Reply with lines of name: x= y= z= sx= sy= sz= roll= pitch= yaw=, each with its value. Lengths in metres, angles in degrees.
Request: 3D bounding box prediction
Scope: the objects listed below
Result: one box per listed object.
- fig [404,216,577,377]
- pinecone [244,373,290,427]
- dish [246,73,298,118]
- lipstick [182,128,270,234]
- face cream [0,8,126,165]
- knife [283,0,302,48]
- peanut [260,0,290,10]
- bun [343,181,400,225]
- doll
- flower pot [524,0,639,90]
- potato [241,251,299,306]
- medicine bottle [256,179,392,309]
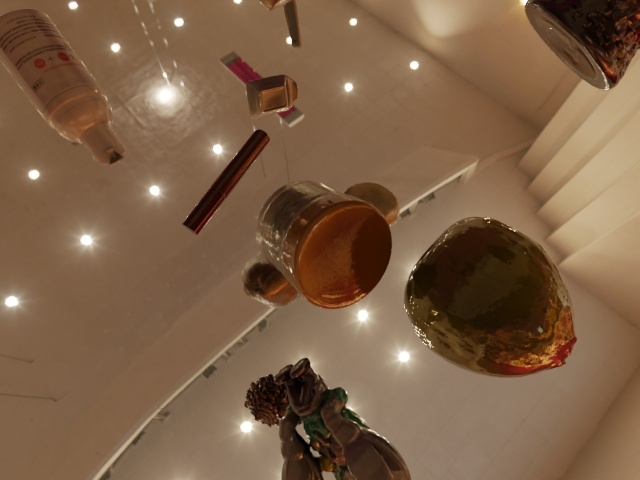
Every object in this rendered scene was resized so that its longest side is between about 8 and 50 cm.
fig: x=0.359 y=0.127 z=0.894 sx=0.342 sy=0.343 sz=0.344 roll=0 pitch=-114 yaw=0
pinecone: x=-0.150 y=0.496 z=1.321 sx=0.173 sy=0.174 sz=0.174 roll=0 pitch=-114 yaw=0
dish: x=-0.188 y=-0.602 z=1.755 sx=0.234 sy=0.154 sz=0.064 roll=-25 pitch=-143 yaw=-27
lipstick: x=-0.262 y=-0.172 z=1.193 sx=0.057 sy=0.057 sz=0.357 roll=30 pitch=-105 yaw=12
face cream: x=-0.569 y=-0.317 z=0.955 sx=0.145 sy=0.145 sz=0.370 roll=-35 pitch=-85 yaw=-15
knife: x=-0.086 y=-0.665 z=1.261 sx=0.044 sy=0.162 sz=0.023 roll=0 pitch=-160 yaw=26
peanut: x=-0.010 y=-0.357 z=0.441 sx=0.085 sy=0.104 sz=0.228 roll=22 pitch=-84 yaw=-25
bun: x=0.168 y=-0.105 z=1.477 sx=0.222 sy=0.128 sz=0.223 roll=7 pitch=-134 yaw=-8
doll: x=0.006 y=0.327 z=0.649 sx=0.258 sy=0.195 sz=0.153 roll=35 pitch=-148 yaw=10
flower pot: x=0.467 y=-0.383 z=0.601 sx=0.267 sy=0.266 sz=0.267 roll=-43 pitch=-112 yaw=25
potato: x=-0.158 y=0.124 z=1.428 sx=0.218 sy=0.351 sz=0.203 roll=15 pitch=-81 yaw=8
medicine bottle: x=0.000 y=0.000 z=0.940 sx=0.237 sy=0.238 sz=0.232 roll=-36 pitch=-147 yaw=-15
